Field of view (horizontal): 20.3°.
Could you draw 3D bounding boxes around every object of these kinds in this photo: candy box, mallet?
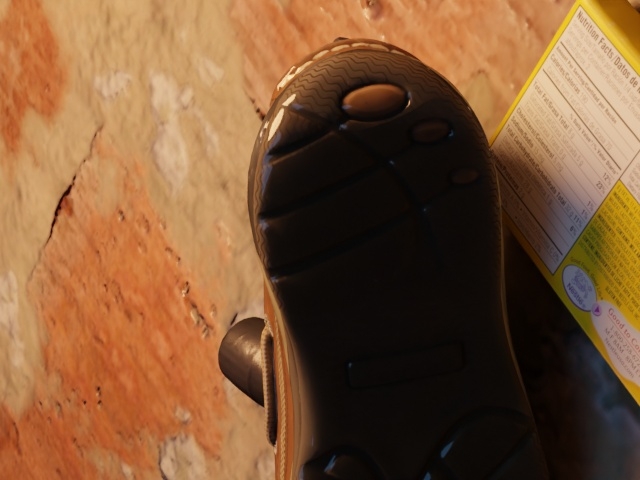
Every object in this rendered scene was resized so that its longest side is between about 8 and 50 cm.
[{"bbox_3d":[0.140,0.010,0.686,0.206,0.027,0.105,57,134,28],"label":"candy box"},{"bbox_3d":[0.000,0.000,0.857,0.062,0.039,0.190,39,121,40],"label":"mallet"}]

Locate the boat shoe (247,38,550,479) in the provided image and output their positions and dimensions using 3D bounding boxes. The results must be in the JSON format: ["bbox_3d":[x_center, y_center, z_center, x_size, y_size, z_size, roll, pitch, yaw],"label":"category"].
[{"bbox_3d":[0.032,0.066,0.778,0.120,0.122,0.324,-109,15,-69],"label":"boat shoe"}]
